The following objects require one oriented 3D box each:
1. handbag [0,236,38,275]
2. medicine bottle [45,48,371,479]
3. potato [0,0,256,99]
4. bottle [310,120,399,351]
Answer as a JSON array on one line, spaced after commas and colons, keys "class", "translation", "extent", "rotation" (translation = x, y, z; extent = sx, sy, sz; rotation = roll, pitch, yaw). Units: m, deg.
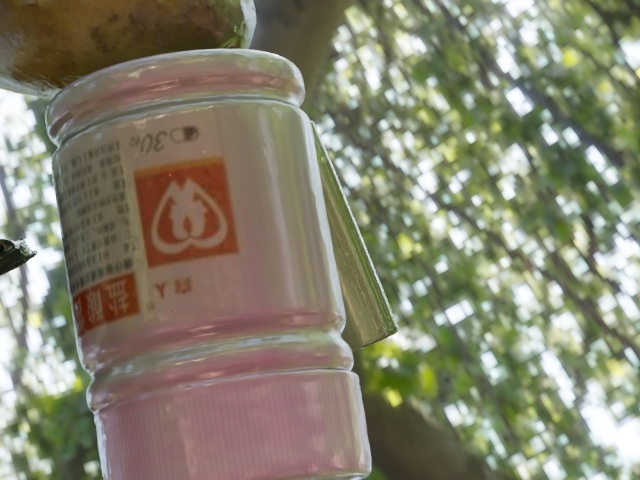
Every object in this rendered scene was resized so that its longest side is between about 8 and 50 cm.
[{"class": "handbag", "translation": [-0.376, 0.066, 1.519], "extent": [0.260, 0.079, 0.247], "rotation": [-36, 2, -24]}, {"class": "medicine bottle", "translation": [-0.085, 0.036, 1.355], "extent": [0.202, 0.316, 0.202], "rotation": [-10, -12, -2]}, {"class": "potato", "translation": [-0.173, -0.203, 1.480], "extent": [0.229, 0.266, 0.229], "rotation": [-41, -41, -50]}, {"class": "bottle", "translation": [0.000, 0.000, 1.615], "extent": [0.072, 0.072, 0.201], "rotation": [-22, -89, -5]}]
